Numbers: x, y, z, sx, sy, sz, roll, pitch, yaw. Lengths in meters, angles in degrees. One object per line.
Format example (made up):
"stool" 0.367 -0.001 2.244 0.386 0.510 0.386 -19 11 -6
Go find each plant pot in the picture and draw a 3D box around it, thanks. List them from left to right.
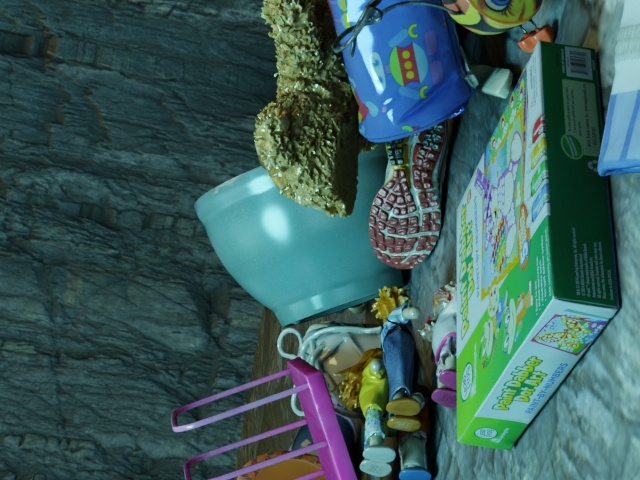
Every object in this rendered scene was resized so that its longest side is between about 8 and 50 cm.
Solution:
"plant pot" 0.000 0.000 1.642 0.293 0.293 0.196 131 121 -77

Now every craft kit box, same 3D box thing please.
"craft kit box" 0.169 0.009 1.022 0.247 0.061 0.250 104 172 -55

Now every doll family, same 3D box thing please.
"doll family" 0.080 0.139 1.309 0.163 0.118 0.263 -88 10 -46

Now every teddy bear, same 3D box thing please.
"teddy bear" 0.003 -0.193 1.383 0.245 0.113 0.338 24 -108 -68

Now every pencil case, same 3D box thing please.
"pencil case" 0.070 -0.251 1.244 0.119 0.133 0.306 -64 -40 -65

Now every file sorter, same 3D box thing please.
"file sorter" -0.050 0.309 1.440 0.202 0.182 0.291 175 76 -83

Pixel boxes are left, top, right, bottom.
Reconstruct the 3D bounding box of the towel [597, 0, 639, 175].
"towel" 0.235 -0.184 0.802 0.209 0.034 0.285 -156 74 -84

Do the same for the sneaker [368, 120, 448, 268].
"sneaker" 0.118 -0.072 1.494 0.093 0.088 0.225 -40 -38 -68

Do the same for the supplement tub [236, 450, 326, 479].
"supplement tub" -0.062 0.470 1.697 0.207 0.207 0.338 -94 14 -60

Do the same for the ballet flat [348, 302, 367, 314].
"ballet flat" 0.067 0.044 1.865 0.057 0.049 0.173 -47 -30 -50

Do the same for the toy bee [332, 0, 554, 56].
"toy bee" 0.159 -0.256 1.133 0.298 0.162 0.195 -52 13 11

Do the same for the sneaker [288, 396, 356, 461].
"sneaker" -0.003 0.350 1.895 0.319 0.112 0.131 115 179 -58

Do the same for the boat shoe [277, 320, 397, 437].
"boat shoe" 0.019 0.161 1.623 0.367 0.156 0.136 -127 46 -81

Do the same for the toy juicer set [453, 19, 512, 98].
"toy juicer set" 0.157 -0.286 1.329 0.209 0.089 0.329 129 148 -76
